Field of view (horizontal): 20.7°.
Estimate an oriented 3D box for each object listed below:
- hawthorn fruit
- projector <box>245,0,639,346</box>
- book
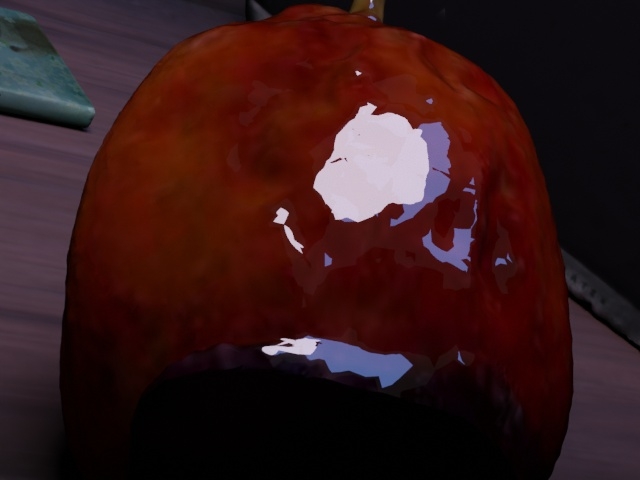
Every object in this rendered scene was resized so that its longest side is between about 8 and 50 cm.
[{"bbox_3d":[0.000,0.000,0.626,0.189,0.189,0.251,14,69,-32],"label":"hawthorn fruit"},{"bbox_3d":[0.216,-0.202,1.059,0.395,0.405,0.242,40,25,24],"label":"projector"},{"bbox_3d":[-0.189,-0.100,0.876,0.135,0.017,0.103,10,30,-39],"label":"book"}]
